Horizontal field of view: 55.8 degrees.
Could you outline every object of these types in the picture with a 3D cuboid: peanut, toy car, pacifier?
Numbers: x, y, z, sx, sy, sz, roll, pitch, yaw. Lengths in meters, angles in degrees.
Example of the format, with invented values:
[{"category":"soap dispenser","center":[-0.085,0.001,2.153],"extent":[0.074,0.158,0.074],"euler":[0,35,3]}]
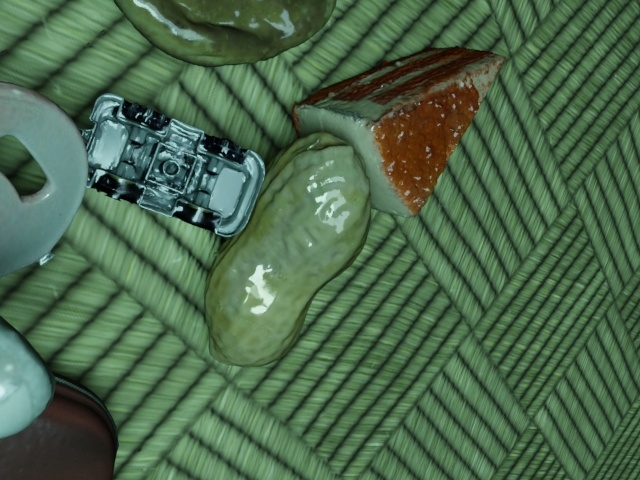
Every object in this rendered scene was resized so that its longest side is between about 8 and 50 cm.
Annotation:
[{"category":"peanut","center":[-0.042,0.022,0.702],"extent":[0.149,0.149,0.313],"euler":[19,110,-38]},{"category":"toy car","center":[-0.163,-0.079,0.643],"extent":[0.191,0.100,0.097],"euler":[21,91,-18]},{"category":"pacifier","center":[-0.311,0.022,0.464],"extent":[0.332,0.220,0.273],"euler":[-42,108,-19]}]

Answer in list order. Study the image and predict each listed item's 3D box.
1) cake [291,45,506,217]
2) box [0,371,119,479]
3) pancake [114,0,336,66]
[{"category":"cake","center":[0.119,-0.140,0.783],"extent":[0.262,0.158,0.159],"euler":[-29,123,-27]},{"category":"box","center":[-0.377,0.306,0.585],"extent":[0.263,0.108,0.403],"euler":[35,82,-37]},{"category":"pancake","center":[-0.098,-0.324,0.642],"extent":[0.295,0.049,0.294],"euler":[-9,107,-33]}]
